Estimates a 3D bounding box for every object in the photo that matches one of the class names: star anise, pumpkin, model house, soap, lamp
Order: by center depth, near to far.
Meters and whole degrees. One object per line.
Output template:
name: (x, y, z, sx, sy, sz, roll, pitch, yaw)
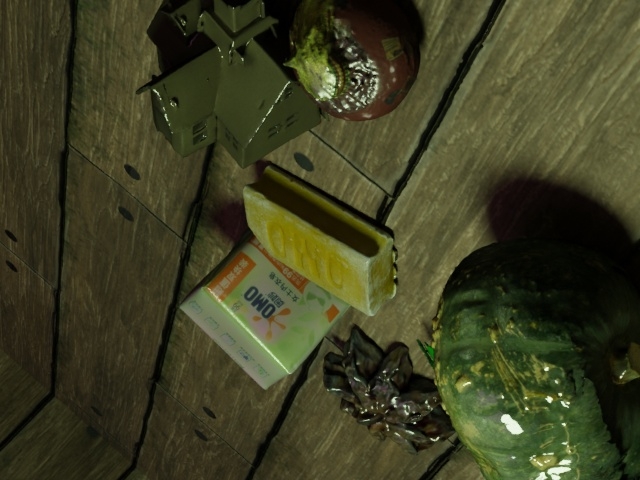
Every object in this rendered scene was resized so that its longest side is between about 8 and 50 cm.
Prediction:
lamp: (0.031, -0.207, 1.665, 0.157, 0.135, 0.156, 18, 124, 17)
pumpkin: (0.267, 0.157, 1.730, 0.257, 0.292, 0.328, -10, 134, 41)
model house: (-0.119, -0.223, 1.773, 0.211, 0.204, 0.243, 49, 161, 18)
soap: (0.000, 0.000, 2.125, 0.232, 0.073, 0.140, 31, 148, 26)
soap: (-0.081, 0.093, 2.258, 0.199, 0.182, 0.138, 46, 154, -7)
star anise: (0.101, 0.258, 2.347, 0.236, 0.109, 0.223, 18, 149, 38)

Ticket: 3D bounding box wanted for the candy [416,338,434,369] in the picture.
candy: (0.232, 0.224, 2.134, 0.203, 0.078, 0.141, 29, 151, 39)
